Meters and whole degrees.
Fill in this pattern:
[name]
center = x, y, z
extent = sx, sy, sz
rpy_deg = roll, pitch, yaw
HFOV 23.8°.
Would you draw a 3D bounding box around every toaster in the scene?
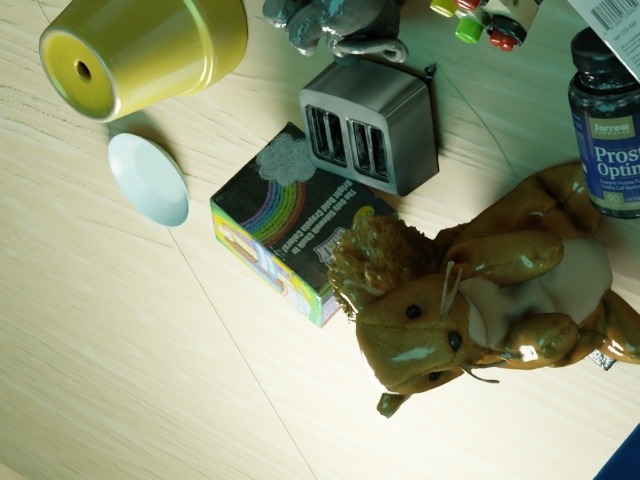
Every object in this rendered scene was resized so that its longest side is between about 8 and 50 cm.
[toaster]
center = 0.072, -0.165, 2.123
extent = 0.168, 0.110, 0.185
rpy_deg = 21, 137, 33

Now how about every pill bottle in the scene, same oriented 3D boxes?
[pill bottle]
center = 0.362, -0.145, 1.804
extent = 0.123, 0.123, 0.219
rpy_deg = 13, 133, 41

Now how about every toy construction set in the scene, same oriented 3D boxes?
[toy construction set]
center = 0.134, -0.316, 1.724
extent = 0.215, 0.328, 0.151
rpy_deg = 21, 97, 35

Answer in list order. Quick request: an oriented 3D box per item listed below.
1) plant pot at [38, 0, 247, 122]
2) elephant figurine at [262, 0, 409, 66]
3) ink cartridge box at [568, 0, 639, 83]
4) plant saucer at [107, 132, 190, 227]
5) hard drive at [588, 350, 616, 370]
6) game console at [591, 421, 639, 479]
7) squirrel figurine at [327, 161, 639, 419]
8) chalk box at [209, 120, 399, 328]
[plant pot]
center = -0.278, -0.303, 2.265
extent = 0.254, 0.239, 0.254
rpy_deg = 28, 141, 26
[elephant figurine]
center = 0.054, -0.296, 1.958
extent = 0.239, 0.169, 0.186
rpy_deg = 21, -163, -48
[ink cartridge box]
center = 0.342, -0.344, 1.629
extent = 0.289, 0.121, 0.211
rpy_deg = 49, 146, 0
[plant saucer]
center = -0.289, -0.112, 2.646
extent = 0.195, 0.037, 0.195
rpy_deg = 30, 142, 27
[hard drive]
center = 0.374, 0.116, 2.138
extent = 0.135, 0.022, 0.094
rpy_deg = 42, 145, 11
[game console]
center = 0.522, 0.329, 1.939
extent = 0.250, 0.293, 0.173
rpy_deg = 20, 137, 36
[squirrel figurine]
center = 0.175, 0.088, 2.001
extent = 0.397, 0.370, 0.281
rpy_deg = 5, 117, 56
[chalk box]
center = 0.000, 0.000, 2.267
extent = 0.289, 0.180, 0.179
rpy_deg = 42, 166, 12
